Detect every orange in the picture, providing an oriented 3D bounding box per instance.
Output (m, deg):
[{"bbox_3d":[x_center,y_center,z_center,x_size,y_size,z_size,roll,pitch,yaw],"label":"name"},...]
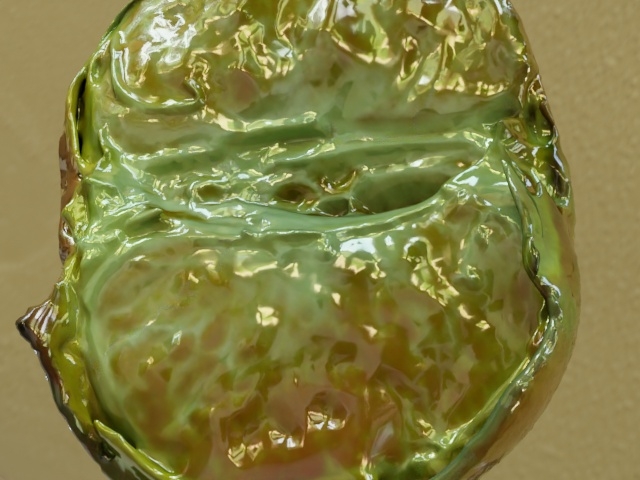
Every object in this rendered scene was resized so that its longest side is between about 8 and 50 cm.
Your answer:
[{"bbox_3d":[0.004,0.003,0.995,0.262,0.334,0.196,-20,-37,15],"label":"orange"}]
